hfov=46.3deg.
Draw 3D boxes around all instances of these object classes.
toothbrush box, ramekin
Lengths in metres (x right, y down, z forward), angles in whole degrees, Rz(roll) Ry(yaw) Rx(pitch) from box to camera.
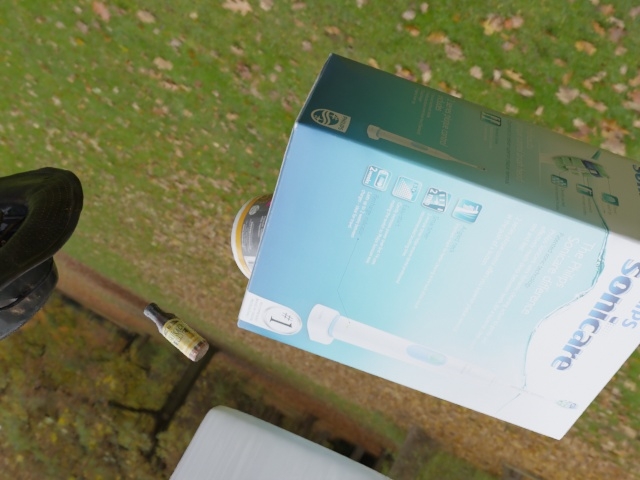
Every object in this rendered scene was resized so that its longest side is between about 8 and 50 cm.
[{"bbox_3d":[0.106,0.011,0.609,0.296,0.126,0.216,19,129,1],"label":"toothbrush box"},{"bbox_3d":[-0.035,0.290,0.825,0.277,0.135,0.277,22,163,7],"label":"ramekin"}]

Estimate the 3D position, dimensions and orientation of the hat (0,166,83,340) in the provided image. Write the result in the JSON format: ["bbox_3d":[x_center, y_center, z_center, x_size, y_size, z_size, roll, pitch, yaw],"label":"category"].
[{"bbox_3d":[-0.417,0.045,0.884,0.331,0.331,0.133,18,138,38],"label":"hat"}]

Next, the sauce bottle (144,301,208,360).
[{"bbox_3d":[-0.249,0.154,1.281,0.128,0.042,0.042,35,168,16],"label":"sauce bottle"}]

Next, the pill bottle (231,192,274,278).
[{"bbox_3d":[0.000,0.000,1.191,0.279,0.162,0.162,1,150,45],"label":"pill bottle"}]
